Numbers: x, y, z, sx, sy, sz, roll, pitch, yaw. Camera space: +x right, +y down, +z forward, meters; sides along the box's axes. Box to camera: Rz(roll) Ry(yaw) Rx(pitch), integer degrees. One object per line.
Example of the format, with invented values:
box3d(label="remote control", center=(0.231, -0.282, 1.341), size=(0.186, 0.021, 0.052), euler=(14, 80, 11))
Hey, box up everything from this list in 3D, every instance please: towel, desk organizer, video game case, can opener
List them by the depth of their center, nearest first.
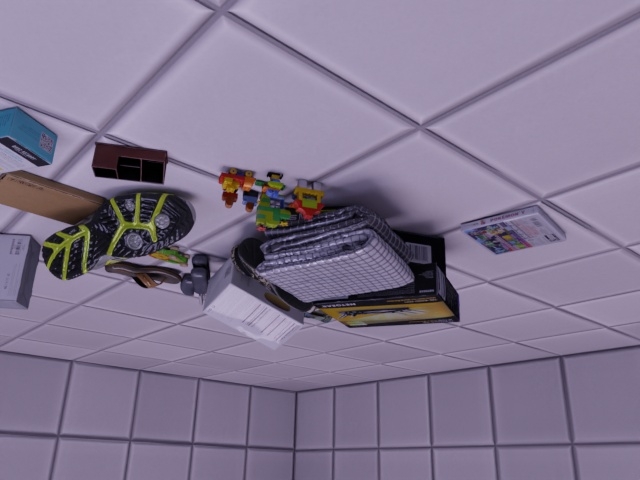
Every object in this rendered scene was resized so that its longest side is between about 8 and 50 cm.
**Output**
box3d(label="desk organizer", center=(-0.356, -0.143, 1.084), size=(0.130, 0.050, 0.047), euler=(6, 158, -10))
box3d(label="towel", center=(0.034, 0.034, 1.255), size=(0.284, 0.121, 0.235), euler=(-13, 152, 25))
box3d(label="video game case", center=(0.461, -0.019, 1.378), size=(0.183, 0.023, 0.201), euler=(-15, 153, 35))
box3d(label="can opener", center=(-0.373, 0.119, 1.700), size=(0.095, 0.076, 0.283), euler=(3, 157, -7))

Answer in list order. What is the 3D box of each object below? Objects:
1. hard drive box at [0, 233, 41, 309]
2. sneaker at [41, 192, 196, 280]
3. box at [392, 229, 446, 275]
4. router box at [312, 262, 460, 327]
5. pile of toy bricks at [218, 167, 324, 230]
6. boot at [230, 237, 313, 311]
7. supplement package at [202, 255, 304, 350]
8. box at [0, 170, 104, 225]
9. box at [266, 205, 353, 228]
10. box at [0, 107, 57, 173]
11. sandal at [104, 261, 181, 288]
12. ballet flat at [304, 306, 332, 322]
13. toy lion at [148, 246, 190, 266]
box3d(label="hard drive box", center=(-0.867, 0.076, 1.486), size=(0.232, 0.181, 0.089), euler=(5, 159, -6))
box3d(label="sneaker", center=(-0.447, -0.027, 1.314), size=(0.385, 0.145, 0.147), euler=(-15, -170, 19))
box3d(label="box", center=(0.208, 0.065, 1.486), size=(0.153, 0.108, 0.207), euler=(9, 157, -16))
box3d(label="router box", center=(0.167, 0.144, 1.432), size=(0.309, 0.081, 0.243), euler=(-7, 156, 24))
box3d(label="pile of toy bricks", center=(-0.107, -0.069, 1.179), size=(0.212, 0.105, 0.118), euler=(8, 157, -16))
box3d(label="boot", center=(-0.125, 0.084, 1.457), size=(0.236, 0.085, 0.178), euler=(43, 165, -12))
box3d(label="supplement package", center=(-0.178, 0.169, 1.595), size=(0.244, 0.139, 0.134), euler=(33, 120, -24))
box3d(label="box", center=(-0.605, -0.091, 1.267), size=(0.201, 0.021, 0.164), euler=(20, 151, -39))
box3d(label="box", center=(0.000, 0.000, 1.404), size=(0.216, 0.060, 0.270), euler=(-2, 158, 8))
box3d(label="box", center=(-0.604, -0.166, 1.029), size=(0.244, 0.060, 0.100), euler=(-6, 157, 18))
box3d(label="sandal", center=(-0.522, 0.109, 1.701), size=(0.219, 0.060, 0.090), euler=(13, 155, -26))
box3d(label="ballet flat", center=(-0.025, 0.237, 2.005), size=(0.188, 0.070, 0.070), euler=(19, 152, -41))
box3d(label="toy lion", center=(-0.419, 0.042, 1.576), size=(0.096, 0.034, 0.100), euler=(2, 159, 18))
